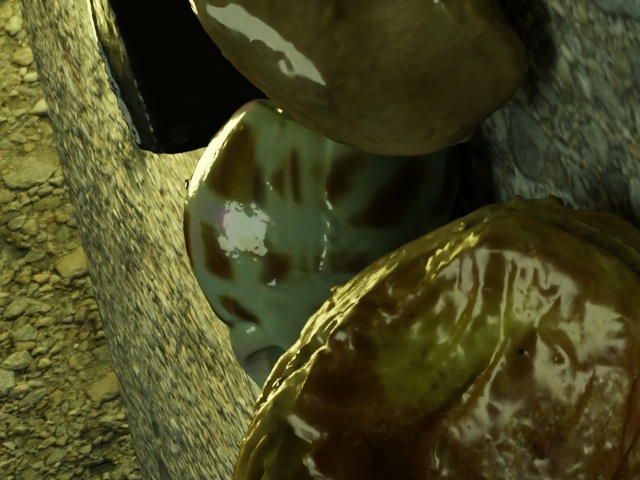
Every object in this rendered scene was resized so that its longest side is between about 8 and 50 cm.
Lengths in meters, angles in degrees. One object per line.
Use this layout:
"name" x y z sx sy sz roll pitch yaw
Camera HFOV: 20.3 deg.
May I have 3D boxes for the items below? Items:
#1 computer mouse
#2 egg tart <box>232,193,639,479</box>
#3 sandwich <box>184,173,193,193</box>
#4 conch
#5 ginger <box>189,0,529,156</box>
"computer mouse" -0.133 -0.217 1.659 0.100 0.170 0.269 26 135 58
"egg tart" 0.109 0.145 1.067 0.150 0.352 0.352 32 -159 -48
"sandwich" -0.069 0.010 1.912 0.159 0.079 0.235 62 -179 -26
"conch" 0.022 -0.005 1.330 0.249 0.197 0.368 25 139 18
"ginger" 0.017 -0.139 1.163 0.138 0.267 0.152 1 -76 -67
